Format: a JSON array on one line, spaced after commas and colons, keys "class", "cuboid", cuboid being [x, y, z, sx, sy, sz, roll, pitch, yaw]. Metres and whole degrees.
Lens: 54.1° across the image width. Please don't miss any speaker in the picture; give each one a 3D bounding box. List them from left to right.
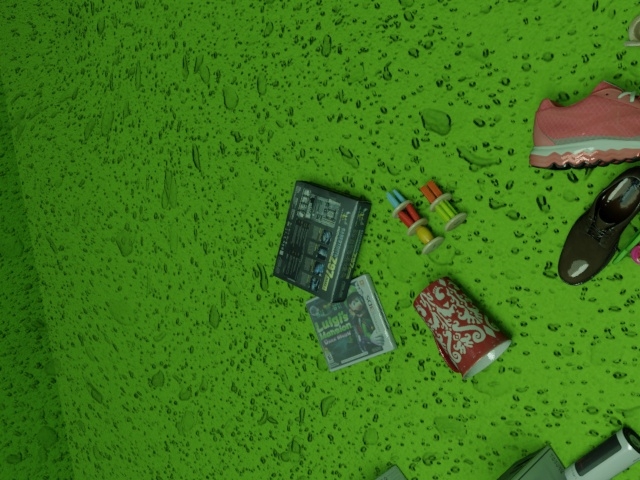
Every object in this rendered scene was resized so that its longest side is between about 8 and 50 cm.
[{"class": "speaker", "cuboid": [0.484, 0.378, 1.068, 0.055, 0.055, 0.136, 51, 123, 22]}]

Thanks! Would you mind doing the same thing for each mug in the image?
[{"class": "mug", "cuboid": [0.251, 0.173, 1.197, 0.169, 0.113, 0.150, 53, 121, 26]}]

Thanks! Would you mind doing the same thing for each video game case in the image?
[{"class": "video game case", "cuboid": [0.064, 0.186, 1.400, 0.190, 0.022, 0.173, -28, 77, 37]}]

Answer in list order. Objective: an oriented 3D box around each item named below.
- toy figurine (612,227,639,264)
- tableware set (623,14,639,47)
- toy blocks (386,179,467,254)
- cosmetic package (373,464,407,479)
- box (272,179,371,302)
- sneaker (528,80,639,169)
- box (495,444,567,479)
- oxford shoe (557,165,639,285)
[{"class": "toy figurine", "cuboid": [0.559, 0.023, 0.948, 0.159, 0.130, 0.173, 39, 140, 18]}, {"class": "tableware set", "cuboid": [0.554, -0.357, 0.955, 0.141, 0.020, 0.169, 19, 107, 36]}, {"class": "toy blocks", "cuboid": [0.202, -0.066, 1.244, 0.148, 0.054, 0.123, 53, 124, 22]}, {"class": "cosmetic package", "cuboid": [0.136, 0.647, 1.320, 0.225, 0.138, 0.224, 48, 121, 23]}, {"class": "box", "cuboid": [0.000, 0.000, 1.394, 0.183, 0.059, 0.233, 21, 103, 37]}, {"class": "sneaker", "cuboid": [0.475, -0.188, 0.976, 0.313, 0.115, 0.136, -2, 92, 39]}, {"class": "box", "cuboid": [0.345, 0.474, 1.038, 0.087, 0.289, 0.169, -43, 70, 33]}, {"class": "oxford shoe", "cuboid": [0.452, -0.021, 1.025, 0.082, 0.096, 0.227, 37, 118, 28]}]
